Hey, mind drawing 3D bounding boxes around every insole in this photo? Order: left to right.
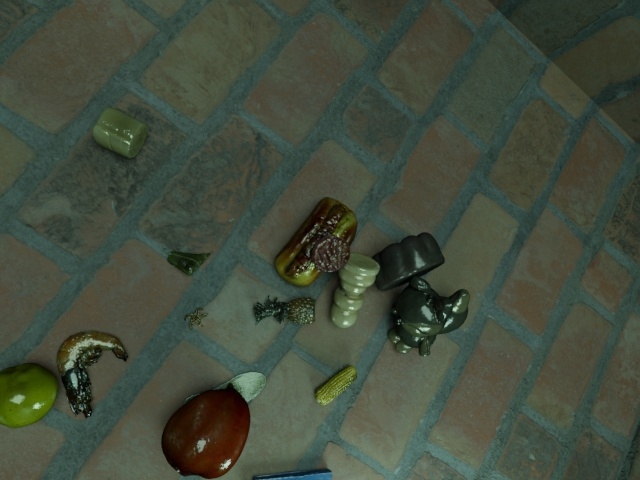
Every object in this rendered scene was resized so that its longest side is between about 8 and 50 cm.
[{"bbox_3d":[-0.359,0.586,1.654,0.323,0.007,0.109,-14,87,-19],"label":"insole"}]

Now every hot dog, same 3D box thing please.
[{"bbox_3d":[-0.002,-0.001,1.732,0.185,0.223,0.405,40,74,-11],"label":"hot dog"}]

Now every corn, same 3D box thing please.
[{"bbox_3d":[0.065,0.585,1.755,0.203,0.072,0.072,-34,94,-19],"label":"corn"}]

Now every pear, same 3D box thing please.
[{"bbox_3d":[-0.948,0.493,1.386,0.198,0.198,0.198,2,82,-17],"label":"pear"}]

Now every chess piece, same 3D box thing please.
[{"bbox_3d":[0.123,0.213,1.739,0.167,0.167,0.299,8,110,-16],"label":"chess piece"}]

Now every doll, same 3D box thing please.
[{"bbox_3d":[0.456,0.276,1.801,0.379,0.382,0.252,-31,59,-33],"label":"doll"}]

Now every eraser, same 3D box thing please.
[{"bbox_3d":[-0.108,0.969,1.664,0.312,0.043,0.144,3,83,-17],"label":"eraser"}]

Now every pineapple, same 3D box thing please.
[{"bbox_3d":[-0.142,0.276,1.719,0.252,0.125,0.125,-1,83,-7],"label":"pineapple"}]

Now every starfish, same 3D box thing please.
[{"bbox_3d":[-0.474,0.297,1.644,0.078,0.028,0.091,29,80,-15],"label":"starfish"}]

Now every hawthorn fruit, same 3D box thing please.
[{"bbox_3d":[-0.382,0.664,1.490,0.311,0.295,0.295,-40,96,-8],"label":"hawthorn fruit"}]

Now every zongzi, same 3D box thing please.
[{"bbox_3d":[-0.518,0.051,1.661,0.154,0.062,0.130,33,53,5],"label":"zongzi"}]

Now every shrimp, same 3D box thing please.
[{"bbox_3d":[-0.785,0.458,1.509,0.223,0.054,0.290,-10,82,-19],"label":"shrimp"}]

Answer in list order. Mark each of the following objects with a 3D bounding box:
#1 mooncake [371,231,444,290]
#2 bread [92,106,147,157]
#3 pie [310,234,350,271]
[{"bbox_3d":[0.352,0.089,1.790,0.306,0.306,0.154,-15,74,-19],"label":"mooncake"},{"bbox_3d":[-0.735,-0.395,1.596,0.141,0.134,0.148,26,64,-8],"label":"bread"},{"bbox_3d":[0.038,0.049,1.607,0.155,0.036,0.154,-5,106,-18],"label":"pie"}]
